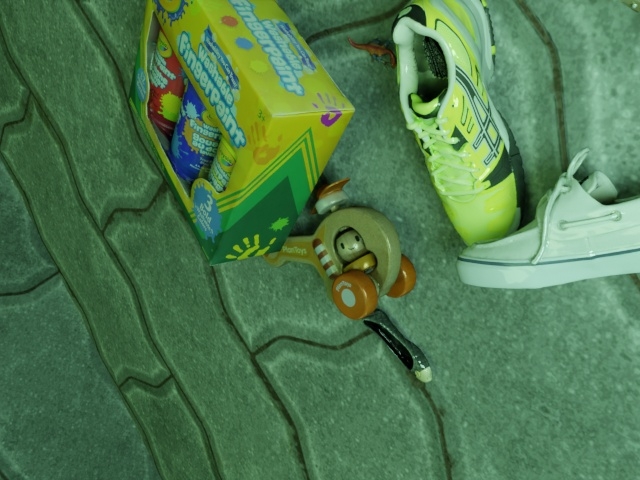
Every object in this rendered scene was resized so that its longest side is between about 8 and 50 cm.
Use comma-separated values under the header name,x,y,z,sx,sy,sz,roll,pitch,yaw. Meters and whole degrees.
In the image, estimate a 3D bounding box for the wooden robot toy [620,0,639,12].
name,x,y,z,sx,sy,sz,roll,pitch,yaw
wooden robot toy,0.360,-0.328,0.667,0.079,0.076,0.173,-126,47,-77

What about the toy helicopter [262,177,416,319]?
name,x,y,z,sx,sy,sz,roll,pitch,yaw
toy helicopter,0.000,0.000,1.162,0.355,0.140,0.235,3,108,47

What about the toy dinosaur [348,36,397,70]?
name,x,y,z,sx,sy,sz,roll,pitch,yaw
toy dinosaur,0.089,-0.285,0.961,0.082,0.090,0.047,-99,13,-70

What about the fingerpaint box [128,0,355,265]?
name,x,y,z,sx,sy,sz,roll,pitch,yaw
fingerpaint box,-0.177,-0.245,1.122,0.445,0.163,0.371,59,141,24

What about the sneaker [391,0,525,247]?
name,x,y,z,sx,sy,sz,roll,pitch,yaw
sneaker,0.178,-0.152,0.880,0.145,0.147,0.385,-5,110,46

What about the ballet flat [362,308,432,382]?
name,x,y,z,sx,sy,sz,roll,pitch,yaw
ballet flat,0.144,0.203,1.184,0.173,0.049,0.057,47,138,18

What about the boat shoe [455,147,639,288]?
name,x,y,z,sx,sy,sz,roll,pitch,yaw
boat shoe,0.332,-0.036,0.776,0.367,0.136,0.156,-10,96,37
